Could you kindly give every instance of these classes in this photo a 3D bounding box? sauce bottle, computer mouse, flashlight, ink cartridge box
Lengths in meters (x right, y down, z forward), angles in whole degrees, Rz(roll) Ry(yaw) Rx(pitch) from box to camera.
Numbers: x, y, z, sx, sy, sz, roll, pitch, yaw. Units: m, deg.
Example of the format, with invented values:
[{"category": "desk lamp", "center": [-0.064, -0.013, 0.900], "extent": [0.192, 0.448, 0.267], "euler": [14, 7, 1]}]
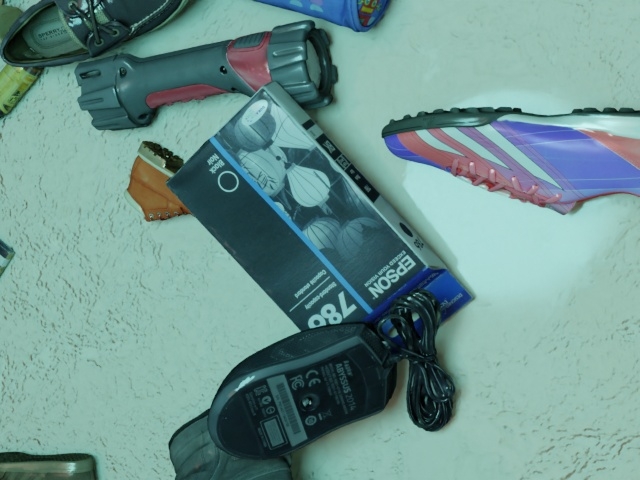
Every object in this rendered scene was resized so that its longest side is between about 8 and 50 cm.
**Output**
[{"category": "sauce bottle", "center": [-0.415, -0.189, 1.317], "extent": [0.128, 0.042, 0.042], "euler": [-46, 78, 16]}, {"category": "computer mouse", "center": [0.005, 0.155, 1.106], "extent": [0.272, 0.072, 0.188], "euler": [-17, 120, -8]}, {"category": "flashlight", "center": [-0.136, -0.184, 1.199], "extent": [0.304, 0.103, 0.103], "euler": [-8, 83, 23]}, {"category": "ink cartridge box", "center": [0.000, 0.000, 1.122], "extent": [0.165, 0.065, 0.332], "euler": [-43, 94, 19]}]

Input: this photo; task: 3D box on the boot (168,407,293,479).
[{"category": "boot", "center": [-0.163, 0.326, 1.169], "extent": [0.338, 0.118, 0.222], "euler": [-24, 41, 10]}]

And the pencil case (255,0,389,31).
[{"category": "pencil case", "center": [-0.061, -0.341, 1.152], "extent": [0.306, 0.119, 0.133], "euler": [22, 120, 16]}]

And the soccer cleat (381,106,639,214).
[{"category": "soccer cleat", "center": [0.218, -0.083, 1.076], "extent": [0.318, 0.108, 0.116], "euler": [3, 96, 16]}]

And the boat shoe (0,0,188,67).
[{"category": "boat shoe", "center": [-0.272, -0.265, 1.202], "extent": [0.285, 0.092, 0.103], "euler": [-11, 121, 34]}]

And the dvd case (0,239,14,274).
[{"category": "dvd case", "center": [-0.528, 0.055, 1.372], "extent": [0.164, 0.018, 0.221], "euler": [38, 103, 15]}]

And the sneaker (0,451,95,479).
[{"category": "sneaker", "center": [-0.379, 0.314, 1.302], "extent": [0.188, 0.066, 0.071], "euler": [-4, 91, 19]}]

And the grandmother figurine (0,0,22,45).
[{"category": "grandmother figurine", "center": [-0.563, -0.305, 1.336], "extent": [0.342, 0.104, 0.208], "euler": [-6, 81, 16]}]

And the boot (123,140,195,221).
[{"category": "boot", "center": [-0.174, -0.046, 1.234], "extent": [0.158, 0.059, 0.084], "euler": [36, 105, 23]}]
